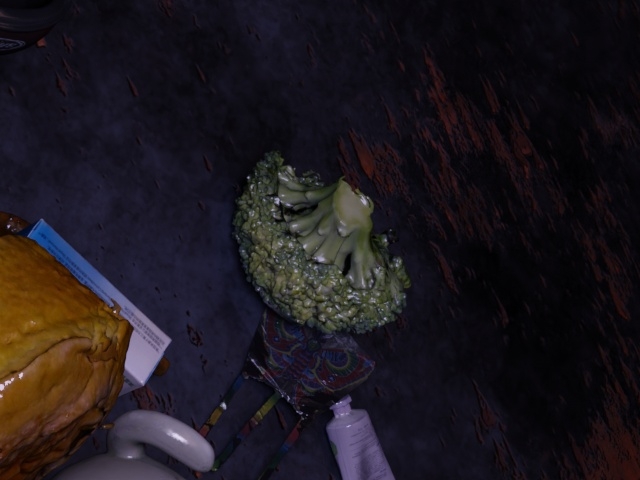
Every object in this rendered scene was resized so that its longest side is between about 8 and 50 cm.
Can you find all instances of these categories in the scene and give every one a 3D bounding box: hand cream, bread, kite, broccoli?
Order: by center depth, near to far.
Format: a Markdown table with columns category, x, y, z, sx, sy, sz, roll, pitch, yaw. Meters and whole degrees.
| category | x | y | z | sx | sy | sz | roll | pitch | yaw |
| --- | --- | --- | --- | --- | --- | --- | --- | --- | --- |
| bread | -0.348 | 0.158 | 1.746 | 0.204 | 0.358 | 0.337 | 51 | 13 | 14 |
| kite | -0.050 | 0.183 | 2.196 | 0.152 | 0.015 | 0.285 | 35 | 51 | 2 |
| broccoli | -0.002 | 0.000 | 2.238 | 0.198 | 0.176 | 0.226 | -2 | 87 | -41 |
| hand cream | 0.043 | 0.253 | 2.264 | 0.084 | 0.053 | 0.142 | -30 | 107 | -42 |

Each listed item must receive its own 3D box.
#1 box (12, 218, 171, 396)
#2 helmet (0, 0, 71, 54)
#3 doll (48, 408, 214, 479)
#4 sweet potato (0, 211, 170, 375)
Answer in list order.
| category | x | y | z | sx | sy | sz | roll | pitch | yaw |
| --- | --- | --- | --- | --- | --- | --- | --- | --- | --- |
| box | -0.274 | 0.082 | 1.975 | 0.194 | 0.139 | 0.073 | 45 | 49 | -18 |
| helmet | -0.360 | -0.300 | 2.025 | 0.189 | 0.193 | 0.216 | 3 | 59 | -38 |
| doll | -0.234 | 0.364 | 1.837 | 0.370 | 0.215 | 0.226 | -60 | 147 | -30 |
| sweet potato | -0.266 | 0.057 | 2.054 | 0.264 | 0.057 | 0.057 | 44 | 48 | -19 |
